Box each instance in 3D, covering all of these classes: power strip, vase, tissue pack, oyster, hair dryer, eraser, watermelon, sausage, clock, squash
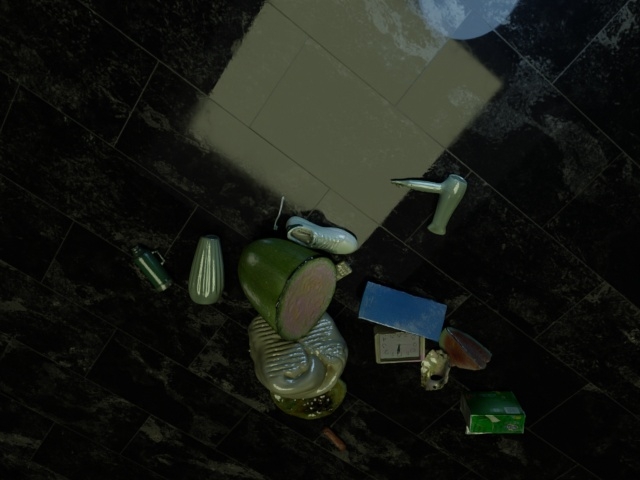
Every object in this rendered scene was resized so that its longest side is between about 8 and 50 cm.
[{"bbox_3d":[0.055,0.119,1.473,0.123,0.032,0.056,-33,109,14],"label":"power strip"},{"bbox_3d":[-0.408,0.102,1.446,0.128,0.128,0.248,8,104,0],"label":"vase"},{"bbox_3d":[0.691,0.716,1.626,0.209,0.148,0.156,-2,111,4],"label":"tissue pack"},{"bbox_3d":[0.466,0.521,1.588,0.072,0.133,0.209,-3,105,-36],"label":"oyster"},{"bbox_3d":[0.344,-0.142,1.343,0.237,0.075,0.206,19,119,3],"label":"hair dryer"},{"bbox_3d":[0.300,0.261,1.477,0.312,0.042,0.144,17,81,-2],"label":"eraser"},{"bbox_3d":[0.553,0.401,1.509,0.136,0.202,0.207,-42,111,-22],"label":"watermelon"},{"bbox_3d":[0.065,0.892,1.795,0.036,0.042,0.158,-45,110,-21],"label":"sausage"},{"bbox_3d":[0.306,0.400,1.557,0.192,0.071,0.146,-4,112,4],"label":"clock"},{"bbox_3d":[-0.154,0.137,1.363,0.309,0.310,0.310,22,117,32],"label":"squash"}]

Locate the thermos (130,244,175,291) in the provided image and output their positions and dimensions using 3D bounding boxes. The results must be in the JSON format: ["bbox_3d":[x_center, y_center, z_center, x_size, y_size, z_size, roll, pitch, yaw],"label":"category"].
[{"bbox_3d":[-0.623,0.096,1.477,0.083,0.073,0.187,-28,108,15],"label":"thermos"}]

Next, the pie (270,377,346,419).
[{"bbox_3d":[-0.044,0.642,1.679,0.323,0.070,0.323,1,114,2],"label":"pie"}]

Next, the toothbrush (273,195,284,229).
[{"bbox_3d":[-0.146,-0.096,1.406,0.013,0.011,0.131,20,113,8],"label":"toothbrush"}]

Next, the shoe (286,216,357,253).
[{"bbox_3d":[0.000,0.000,1.387,0.265,0.110,0.095,18,111,-2],"label":"shoe"}]

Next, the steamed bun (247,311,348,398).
[{"bbox_3d":[-0.097,0.398,1.454,0.343,0.367,0.255,-11,141,-22],"label":"steamed bun"}]
